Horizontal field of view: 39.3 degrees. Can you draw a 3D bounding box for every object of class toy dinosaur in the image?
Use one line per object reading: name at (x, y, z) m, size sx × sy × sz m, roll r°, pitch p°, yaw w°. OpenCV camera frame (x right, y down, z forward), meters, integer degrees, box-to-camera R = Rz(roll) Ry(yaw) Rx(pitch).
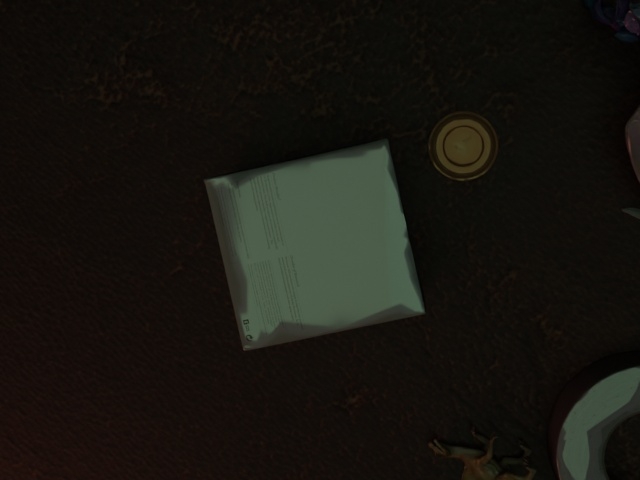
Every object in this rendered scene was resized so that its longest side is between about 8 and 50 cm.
toy dinosaur at (0.218, 0.286, 1.083) m, size 0.183 × 0.053 × 0.092 m, roll 43°, pitch 113°, yaw 8°

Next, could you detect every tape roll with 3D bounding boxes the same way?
tape roll at (0.380, 0.243, 1.044) m, size 0.219 × 0.072 × 0.219 m, roll 1°, pitch 95°, yaw 6°

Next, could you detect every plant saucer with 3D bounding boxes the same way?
plant saucer at (0.169, -0.112, 1.059) m, size 0.083 × 0.013 × 0.083 m, roll 0°, pitch 95°, yaw 5°

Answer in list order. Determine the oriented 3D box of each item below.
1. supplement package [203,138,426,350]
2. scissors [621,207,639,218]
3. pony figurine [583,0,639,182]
supplement package at (0.000, 0.000, 1.017) m, size 0.203 × 0.149 × 0.194 m, roll -12°, pitch 94°, yaw 6°
scissors at (0.496, 0.022, 1.037) m, size 0.297 × 0.021 × 0.109 m, roll 4°, pitch 96°, yaw 4°
pony figurine at (0.430, -0.201, 0.891) m, size 0.303 × 0.363 × 0.351 m, roll -43°, pitch 105°, yaw -2°
